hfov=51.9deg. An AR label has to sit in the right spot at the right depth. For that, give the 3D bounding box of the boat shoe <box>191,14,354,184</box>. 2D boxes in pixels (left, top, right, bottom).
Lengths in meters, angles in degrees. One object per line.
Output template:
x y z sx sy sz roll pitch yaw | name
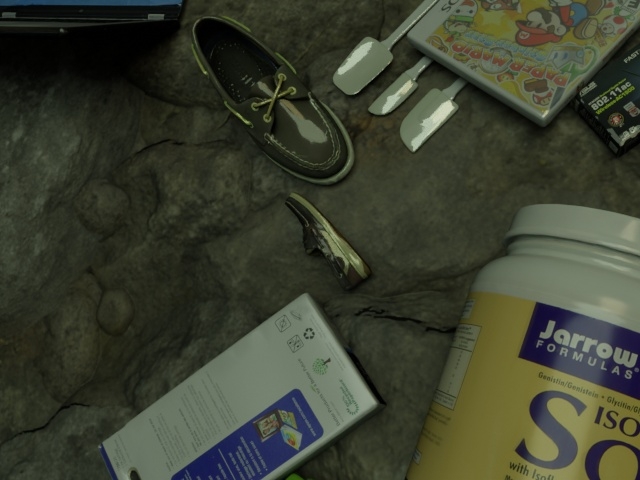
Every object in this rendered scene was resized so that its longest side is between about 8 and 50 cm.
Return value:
-0.074 -0.194 0.892 0.109 0.091 0.305 -43 68 3 | boat shoe

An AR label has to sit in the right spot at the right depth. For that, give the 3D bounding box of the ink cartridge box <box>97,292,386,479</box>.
-0.100 0.227 0.804 0.332 0.065 0.165 -35 68 5 | ink cartridge box

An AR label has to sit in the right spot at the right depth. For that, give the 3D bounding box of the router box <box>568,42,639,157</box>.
0.372 -0.171 0.773 0.122 0.038 0.092 -36 67 6 | router box

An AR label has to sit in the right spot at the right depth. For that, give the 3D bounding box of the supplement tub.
0.232 0.157 0.621 0.241 0.241 0.331 18 82 21 | supplement tub

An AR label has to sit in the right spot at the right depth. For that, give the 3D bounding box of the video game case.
0.257 -0.274 0.819 0.206 0.026 0.227 -46 61 -2 | video game case

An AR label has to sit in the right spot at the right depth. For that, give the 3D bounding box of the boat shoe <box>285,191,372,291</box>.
0.000 0.000 0.836 0.049 0.056 0.152 -42 68 -2 | boat shoe

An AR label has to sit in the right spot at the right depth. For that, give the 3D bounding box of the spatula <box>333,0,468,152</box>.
0.150 -0.255 0.877 0.242 0.019 0.168 -46 67 2 | spatula

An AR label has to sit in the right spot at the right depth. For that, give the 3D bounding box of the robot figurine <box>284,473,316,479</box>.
-0.002 0.318 0.745 0.115 0.067 0.101 33 115 18 | robot figurine

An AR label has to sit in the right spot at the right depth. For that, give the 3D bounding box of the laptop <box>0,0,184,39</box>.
-0.415 -0.441 0.997 0.381 0.408 0.236 7 112 20 | laptop
